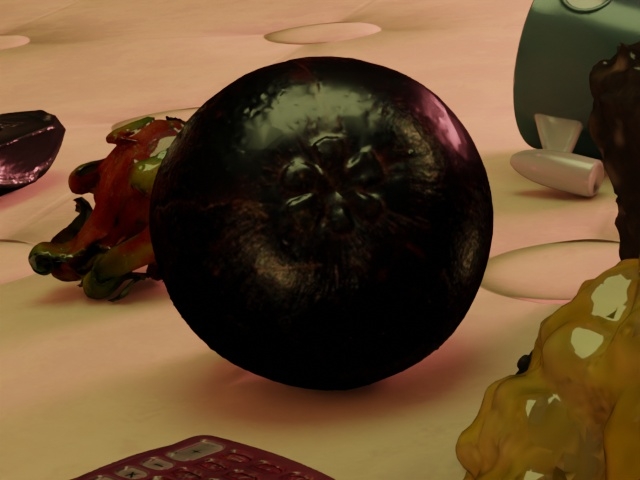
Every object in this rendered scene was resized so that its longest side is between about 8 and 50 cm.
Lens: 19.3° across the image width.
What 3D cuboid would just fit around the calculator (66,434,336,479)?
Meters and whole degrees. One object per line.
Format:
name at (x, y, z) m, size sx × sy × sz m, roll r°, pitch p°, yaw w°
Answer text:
calculator at (-0.091, 0.144, 0.976) m, size 0.190 × 0.034 × 0.126 m, roll -12°, pitch 16°, yaw -41°

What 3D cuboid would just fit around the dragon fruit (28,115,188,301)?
dragon fruit at (-0.131, -0.013, 1.414) m, size 0.175 × 0.138 × 0.142 m, roll -40°, pitch -15°, yaw -13°

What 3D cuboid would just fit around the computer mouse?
computer mouse at (-0.309, -0.070, 1.736) m, size 0.106 × 0.062 × 0.192 m, roll 7°, pitch 26°, yaw 33°

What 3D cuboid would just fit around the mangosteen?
mangosteen at (0.005, -0.009, 1.186) m, size 0.216 × 0.216 × 0.216 m, roll -5°, pitch 16°, yaw 1°

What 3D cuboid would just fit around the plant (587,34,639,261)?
plant at (0.294, -0.105, 1.219) m, size 0.213 × 0.312 × 0.215 m, roll -9°, pitch 13°, yaw -25°

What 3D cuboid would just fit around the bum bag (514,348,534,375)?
bum bag at (0.171, 0.052, 1.001) m, size 0.248 × 0.060 × 0.123 m, roll -44°, pitch 8°, yaw 47°

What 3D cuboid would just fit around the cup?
cup at (0.277, -0.141, 1.633) m, size 0.173 × 0.167 × 0.299 m, roll 14°, pitch 50°, yaw 26°

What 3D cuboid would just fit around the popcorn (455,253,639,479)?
popcorn at (0.174, 0.107, 0.730) m, size 0.249 × 0.249 × 0.225 m, roll -6°, pitch -13°, yaw -3°
